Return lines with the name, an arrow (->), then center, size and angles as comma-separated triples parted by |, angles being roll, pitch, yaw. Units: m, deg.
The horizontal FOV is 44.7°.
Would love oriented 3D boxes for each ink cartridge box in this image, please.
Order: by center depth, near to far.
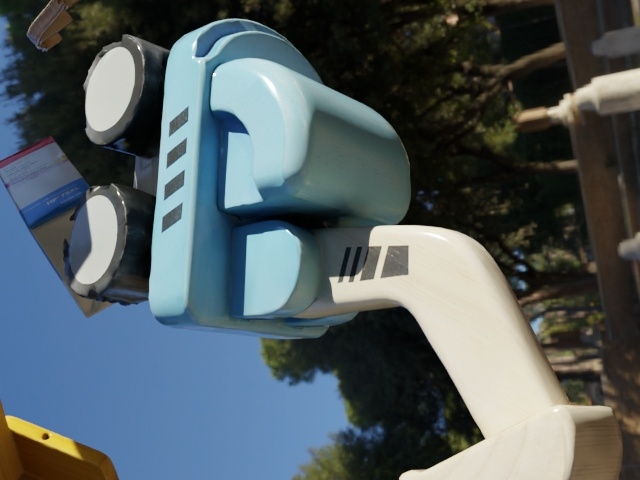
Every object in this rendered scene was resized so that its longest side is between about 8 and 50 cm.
ink cartridge box -> -0.297, -0.029, 0.897 | 0.231, 0.078, 0.134 | 41, 157, 48

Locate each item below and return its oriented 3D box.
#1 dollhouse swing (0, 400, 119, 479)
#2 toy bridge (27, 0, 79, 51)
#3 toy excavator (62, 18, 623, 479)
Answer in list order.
dollhouse swing -> -0.475, 0.373, 1.139 | 0.347, 0.315, 0.305 | -55, -19, -58
toy bridge -> -0.381, -0.302, 1.094 | 0.063, 0.188, 0.026 | -46, -75, -25
toy excavator -> 0.000, 0.000, 0.638 | 0.222, 0.445, 0.433 | 14, -108, -45
